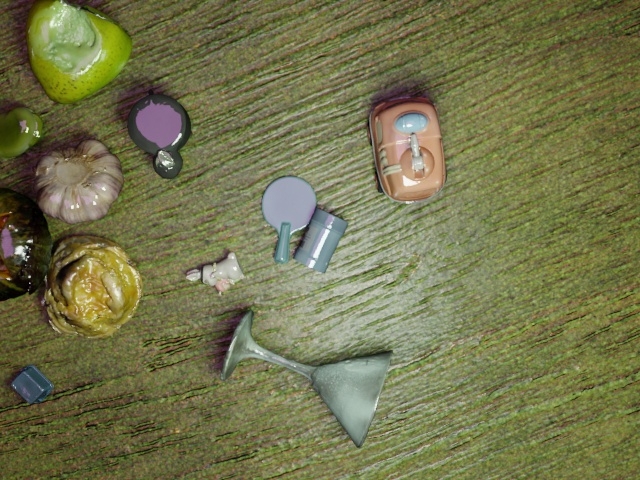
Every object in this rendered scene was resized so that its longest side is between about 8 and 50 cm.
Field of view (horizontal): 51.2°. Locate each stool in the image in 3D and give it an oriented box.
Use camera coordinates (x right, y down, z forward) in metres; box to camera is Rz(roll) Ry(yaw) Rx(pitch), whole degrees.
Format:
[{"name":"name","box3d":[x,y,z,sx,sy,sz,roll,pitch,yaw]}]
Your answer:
[{"name":"stool","box3d":[-0.429,-0.283,1.793,0.154,0.139,0.227,10,92,1]}]

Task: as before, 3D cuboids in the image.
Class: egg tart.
[{"name":"egg tart","box3d":[-0.631,0.133,1.811,0.297,0.132,0.296,0,96,-2]}]

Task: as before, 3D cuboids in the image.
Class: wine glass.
[{"name":"wine glass","box3d":[-0.037,0.339,1.746,0.406,0.267,0.267,21,91,4]}]

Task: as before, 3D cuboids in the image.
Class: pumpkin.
[{"name":"pumpkin","box3d":[-0.866,0.012,1.767,0.321,0.192,0.320,0,90,7]}]

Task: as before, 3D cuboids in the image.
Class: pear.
[{"name":"pear","box3d":[-0.679,-0.499,1.787,0.293,0.159,0.292,0,93,1]}]

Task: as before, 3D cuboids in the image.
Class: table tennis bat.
[{"name":"table tennis bat","box3d":[-0.092,-0.057,1.845,0.153,0.040,0.244,8,87,1]}]

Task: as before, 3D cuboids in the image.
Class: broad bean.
[{"name":"broad bean","box3d":[-0.842,-0.296,1.831,0.175,0.082,0.124,-31,90,11]}]

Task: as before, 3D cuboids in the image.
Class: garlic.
[{"name":"garlic","box3d":[-0.641,-0.151,1.793,0.245,0.160,0.244,0,69,1]}]

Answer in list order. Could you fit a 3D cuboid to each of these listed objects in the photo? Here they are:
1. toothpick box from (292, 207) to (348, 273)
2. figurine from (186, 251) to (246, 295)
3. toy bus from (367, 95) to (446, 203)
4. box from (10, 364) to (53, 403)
[{"name":"toothpick box","box3d":[0.000,0.000,1.812,0.101,0.101,0.153,26,92,0]},{"name":"figurine","box3d":[-0.282,0.103,1.825,0.146,0.081,0.098,-25,91,0]},{"name":"toy bus","box3d":[0.231,-0.240,1.747,0.194,0.232,0.287,-8,92,3]},{"name":"box","box3d":[-0.800,0.401,1.845,0.099,0.054,0.074,45,93,-1]}]
